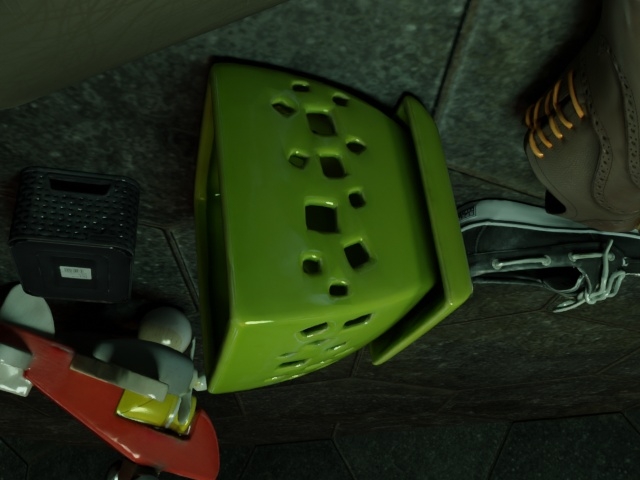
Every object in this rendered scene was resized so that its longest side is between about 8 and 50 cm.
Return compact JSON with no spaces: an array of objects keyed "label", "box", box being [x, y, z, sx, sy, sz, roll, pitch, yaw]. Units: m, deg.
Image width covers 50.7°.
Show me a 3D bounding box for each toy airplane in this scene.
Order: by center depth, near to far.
[{"label":"toy airplane","box":[-0.323,0.196,1.042,0.386,0.272,0.384,29,154,24]}]

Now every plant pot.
[{"label":"plant pot","box":[0.000,0.000,0.608,0.207,0.228,0.227,0,156,-15]}]

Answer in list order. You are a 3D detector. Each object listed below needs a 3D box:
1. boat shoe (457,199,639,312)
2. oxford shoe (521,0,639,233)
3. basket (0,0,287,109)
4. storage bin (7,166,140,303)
[{"label":"boat shoe","box":[0.304,0.026,0.808,0.306,0.105,0.113,9,154,-21]},{"label":"oxford shoe","box":[0.224,-0.090,0.529,0.132,0.130,0.364,-2,156,21]},{"label":"basket","box":[-0.125,-0.160,0.333,0.227,0.154,0.204,-16,150,38]},{"label":"storage bin","box":[-0.271,0.002,0.760,0.122,0.084,0.180,6,156,-15]}]
